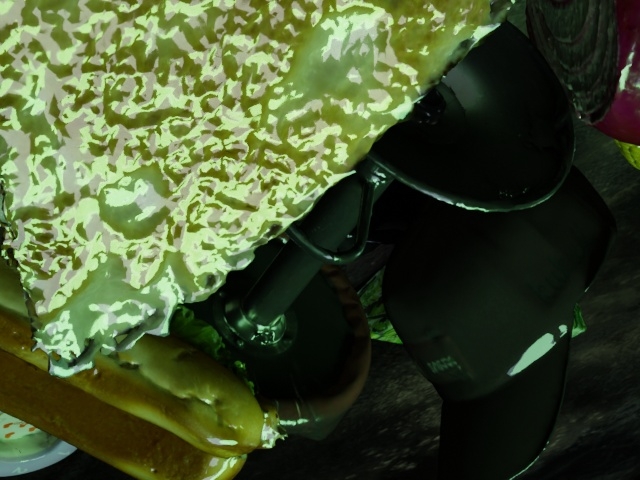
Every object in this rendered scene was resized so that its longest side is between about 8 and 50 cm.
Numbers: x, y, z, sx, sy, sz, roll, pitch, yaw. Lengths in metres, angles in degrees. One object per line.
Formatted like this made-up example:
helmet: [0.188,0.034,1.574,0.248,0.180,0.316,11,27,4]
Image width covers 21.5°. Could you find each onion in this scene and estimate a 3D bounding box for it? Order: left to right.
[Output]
onion: [0.266,-0.186,1.193,0.207,0.206,0.216,-20,153,-5]

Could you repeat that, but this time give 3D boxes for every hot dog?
hot dog: [-0.183,0.083,1.241,0.337,0.100,0.135,25,133,-3]

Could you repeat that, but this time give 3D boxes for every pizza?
pizza: [-0.047,-0.164,1.000,0.392,0.080,0.435,-23,127,-15]

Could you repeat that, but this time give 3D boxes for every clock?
clock: [-0.263,0.141,1.529,0.198,0.064,0.172,-37,150,24]

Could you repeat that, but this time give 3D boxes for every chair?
chair: [0.000,0.000,1.311,0.226,0.226,0.401,-3,147,-33]

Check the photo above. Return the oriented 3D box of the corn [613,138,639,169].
corn: [0.283,-0.128,1.432,0.097,0.097,0.262,-24,153,2]

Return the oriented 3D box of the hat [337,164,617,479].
hat: [0.112,0.047,1.459,0.209,0.336,0.238,27,158,-13]

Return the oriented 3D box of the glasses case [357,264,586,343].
glasses case: [0.157,0.070,1.723,0.095,0.062,0.272,-33,151,31]

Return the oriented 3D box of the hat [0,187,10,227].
hat: [-0.186,-0.107,1.145,0.219,0.164,0.226,20,91,-52]
